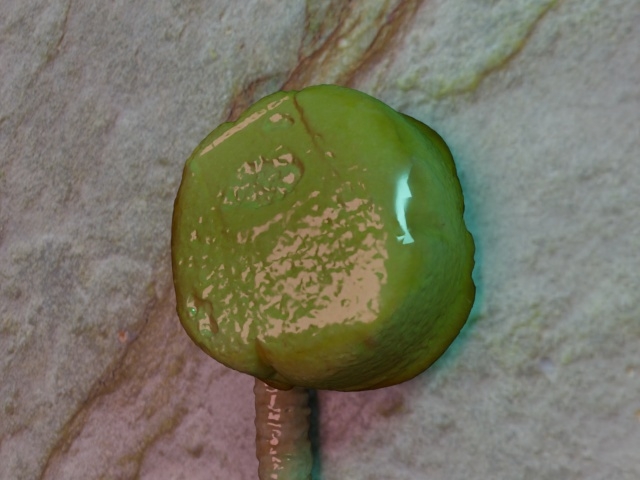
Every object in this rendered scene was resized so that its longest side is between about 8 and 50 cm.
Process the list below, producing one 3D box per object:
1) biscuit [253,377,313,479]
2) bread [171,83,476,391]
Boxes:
[{"bbox_3d":[-0.036,0.145,0.856,0.055,0.061,0.219,-8,79,33],"label":"biscuit"},{"bbox_3d":[0.000,0.000,0.767,0.270,0.148,0.270,-7,73,25],"label":"bread"}]
